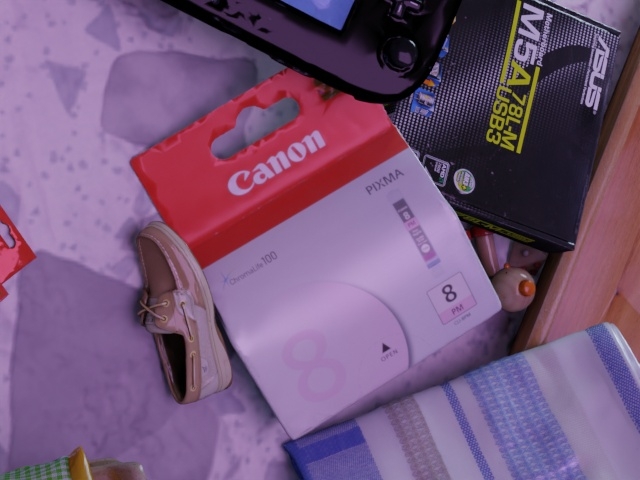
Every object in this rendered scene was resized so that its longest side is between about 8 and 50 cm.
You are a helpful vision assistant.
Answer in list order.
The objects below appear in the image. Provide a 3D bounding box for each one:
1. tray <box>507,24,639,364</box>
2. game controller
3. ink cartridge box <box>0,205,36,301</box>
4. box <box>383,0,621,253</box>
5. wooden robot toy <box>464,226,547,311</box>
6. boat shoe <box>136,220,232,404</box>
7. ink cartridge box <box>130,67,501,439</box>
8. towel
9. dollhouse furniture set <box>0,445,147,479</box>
[{"bbox_3d":[0.324,-0.042,1.365,0.203,0.076,0.411,24,77,-2],"label":"tray"},{"bbox_3d":[-0.047,-0.224,1.121,0.319,0.067,0.166,26,87,-14],"label":"game controller"},{"bbox_3d":[-0.242,0.023,1.076,0.115,0.029,0.063,-41,112,-24],"label":"ink cartridge box"},{"bbox_3d":[0.136,-0.106,1.283,0.184,0.045,0.191,20,76,-21],"label":"box"},{"bbox_3d":[0.132,0.029,1.286,0.173,0.079,0.076,-16,100,-32],"label":"wooden robot toy"},{"bbox_3d":[-0.103,0.054,1.153,0.045,0.050,0.135,-30,107,-34],"label":"boat shoe"},{"bbox_3d":[0.000,0.000,1.182,0.189,0.066,0.232,-31,113,-6],"label":"ink cartridge box"},{"bbox_3d":[0.140,0.186,1.209,0.285,0.034,0.209,-19,60,-11],"label":"towel"},{"bbox_3d":[-0.155,0.261,0.844,0.197,0.151,0.301,-9,79,-19],"label":"dollhouse furniture set"}]
